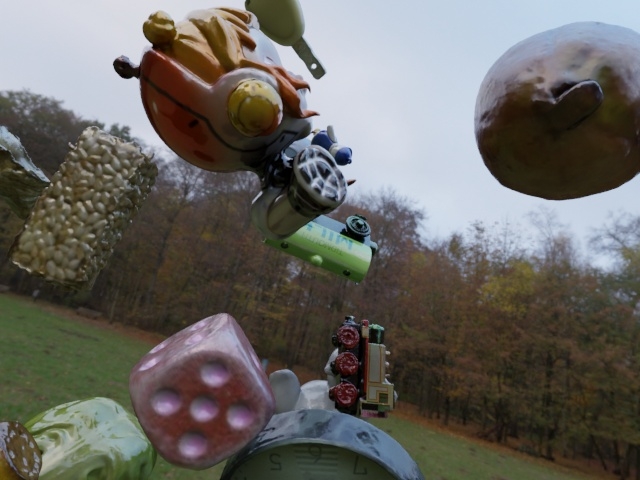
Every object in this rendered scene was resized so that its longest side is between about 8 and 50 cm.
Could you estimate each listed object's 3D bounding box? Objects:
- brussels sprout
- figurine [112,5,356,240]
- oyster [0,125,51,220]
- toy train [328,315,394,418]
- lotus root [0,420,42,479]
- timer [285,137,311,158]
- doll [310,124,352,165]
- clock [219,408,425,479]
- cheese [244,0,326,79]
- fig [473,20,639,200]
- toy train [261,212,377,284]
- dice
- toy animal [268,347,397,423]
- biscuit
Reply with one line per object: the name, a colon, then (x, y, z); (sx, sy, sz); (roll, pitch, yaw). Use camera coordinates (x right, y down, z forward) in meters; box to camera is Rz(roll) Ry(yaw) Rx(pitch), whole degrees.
brussels sprout: (-0.511, 0.488, 0.858); (0.247, 0.328, 0.328); (22, -10, 39)
figurine: (-0.104, -0.161, 0.545); (0.323, 0.196, 0.320); (51, 6, -8)
oyster: (-0.639, -0.131, 0.860); (0.166, 0.110, 0.341); (34, -25, 31)
toy train: (0.058, 0.175, 0.563); (0.087, 0.137, 0.050); (7, -21, -8)
lotus root: (-0.430, 0.317, 0.425); (0.193, 0.291, 0.193); (42, -11, 10)
timer: (-0.043, -0.222, 1.174); (0.175, 0.175, 0.255); (2, 11, 38)
doll: (0.024, -0.203, 0.900); (0.058, 0.098, 0.143); (-13, 40, -33)
clock: (0.000, 0.281, 0.402); (0.226, 0.225, 0.049); (14, 10, 8)
cheese: (-0.070, -0.504, 0.982); (0.127, 0.054, 0.251); (-31, -77, 31)
fig: (0.312, -0.163, 0.521); (0.263, 0.223, 0.224); (-1, -7, -30)
toy train: (0.000, 0.000, 0.837); (0.253, 0.157, 0.105); (23, -53, -9)
dice: (-0.096, 0.124, 0.344); (0.094, 0.091, 0.093); (64, -11, -7)
toy animal: (0.021, 0.257, 0.667); (0.127, 0.193, 0.178); (52, -11, 46)
biscuit: (-0.241, -0.031, 0.423); (0.082, 0.168, 0.070); (24, -12, 1)
